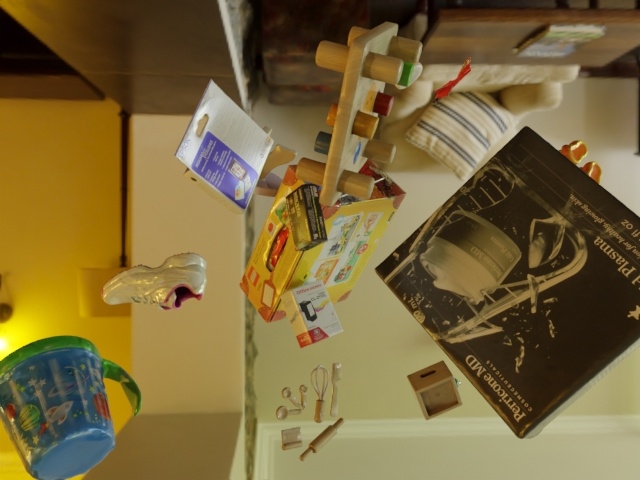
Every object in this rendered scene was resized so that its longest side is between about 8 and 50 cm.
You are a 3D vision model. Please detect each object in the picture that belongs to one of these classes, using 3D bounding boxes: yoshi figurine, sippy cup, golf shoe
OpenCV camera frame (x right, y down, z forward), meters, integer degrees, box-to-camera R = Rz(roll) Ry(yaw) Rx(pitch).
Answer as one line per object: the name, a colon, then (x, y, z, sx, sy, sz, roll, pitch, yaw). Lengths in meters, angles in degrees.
yoshi figurine: (0.655, -0.168, 1.856, 0.202, 0.204, 0.362, 6, 165, -33)
sippy cup: (-0.533, 0.353, 1.218, 0.305, 0.224, 0.240, -28, 144, -16)
golf shoe: (-0.458, 0.135, 1.650, 0.306, 0.140, 0.115, -18, 150, 4)

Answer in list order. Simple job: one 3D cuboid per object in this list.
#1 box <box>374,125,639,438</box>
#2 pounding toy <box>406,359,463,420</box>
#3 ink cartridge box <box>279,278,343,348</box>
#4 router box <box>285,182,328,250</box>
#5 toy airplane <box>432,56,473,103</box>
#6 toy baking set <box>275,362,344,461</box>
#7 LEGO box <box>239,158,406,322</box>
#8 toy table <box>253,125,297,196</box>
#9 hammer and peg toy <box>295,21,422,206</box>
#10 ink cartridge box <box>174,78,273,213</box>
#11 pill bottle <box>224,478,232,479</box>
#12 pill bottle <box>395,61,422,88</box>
box: (0.472, 0.098, 1.342, 0.480, 0.472, 0.297, 50, -170, 28)
pounding toy: (0.322, 0.399, 1.627, 0.141, 0.130, 0.100, -23, -153, -1)
ink cartridge box: (-0.028, 0.220, 1.814, 0.127, 0.175, 0.072, -17, 170, -39)
router box: (-0.030, -0.045, 1.220, 0.038, 0.123, 0.092, -8, 171, -26)
toy airplane: (0.350, -0.417, 1.577, 0.151, 0.028, 0.151, -44, 177, -3)
toy baking set: (-0.010, 0.439, 1.555, 0.256, 0.197, 0.030, -28, -165, -36)
LEGO box: (0.000, 0.000, 1.949, 0.372, 0.500, 0.193, -11, -132, -42)
toy table: (-0.222, -0.264, 1.939, 0.274, 0.161, 0.252, 16, -152, -11)
hammer and peg toy: (0.082, -0.227, 1.017, 0.127, 0.266, 0.361, 17, -152, 10)
ink cartridge box: (-0.207, -0.195, 1.267, 0.045, 0.206, 0.208, -6, 144, 40)
pill bottle: (-0.260, 0.569, 1.254, 0.184, 0.103, 0.103, -5, -176, -44)
pill bottle: (0.192, -0.482, 1.582, 0.086, 0.152, 0.086, -36, 165, -11)
